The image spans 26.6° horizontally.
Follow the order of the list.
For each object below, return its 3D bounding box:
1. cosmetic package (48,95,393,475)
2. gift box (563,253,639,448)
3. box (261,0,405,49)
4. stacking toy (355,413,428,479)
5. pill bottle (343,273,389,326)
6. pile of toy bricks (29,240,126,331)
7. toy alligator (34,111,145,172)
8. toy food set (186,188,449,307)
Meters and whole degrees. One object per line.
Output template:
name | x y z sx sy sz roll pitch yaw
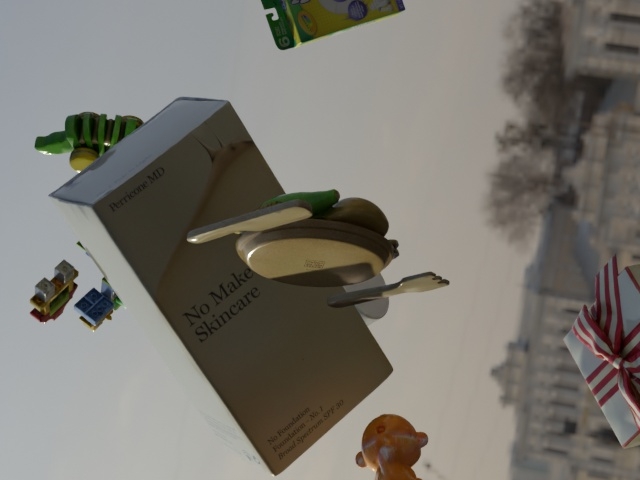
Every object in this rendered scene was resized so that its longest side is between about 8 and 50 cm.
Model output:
cosmetic package | -0.084 0.041 1.224 0.160 0.113 0.309 -41 -65 -19
gift box | 0.577 0.163 2.247 0.255 0.258 0.276 61 146 32
box | 0.011 -0.323 1.784 0.043 0.179 0.105 170 79 -76
stacking toy | 0.074 0.278 1.100 0.166 0.175 0.302 47 -153 -50
pill bottle | -0.017 0.099 1.823 0.119 0.208 0.119 33 -139 -35
pile of toy bricks | -0.223 0.042 1.537 0.212 0.118 0.105 -46 -14 -32
toy alligator | -0.176 -0.096 1.287 0.051 0.190 0.056 100 173 -55
toy food set | 0.000 0.000 1.048 0.192 0.132 0.038 28 -123 -46
